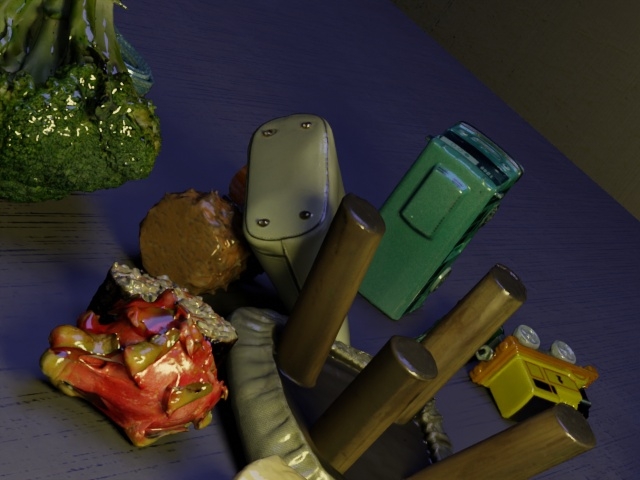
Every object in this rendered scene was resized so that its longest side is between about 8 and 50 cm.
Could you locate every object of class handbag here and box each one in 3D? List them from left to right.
[{"bbox_3d":[0.009,0.016,1.848,0.315,0.109,0.241,61,25,-47],"label":"handbag"}]

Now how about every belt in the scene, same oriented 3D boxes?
[{"bbox_3d":[-0.322,-0.290,2.216,0.087,0.072,0.302,12,33,-41],"label":"belt"}]

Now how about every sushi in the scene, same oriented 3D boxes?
[{"bbox_3d":[-0.161,0.085,1.607,0.150,0.078,0.090,30,12,-11],"label":"sushi"}]

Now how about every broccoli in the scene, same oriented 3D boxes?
[{"bbox_3d":[-0.305,-0.180,1.694,0.304,0.283,0.321,16,2,-4],"label":"broccoli"}]

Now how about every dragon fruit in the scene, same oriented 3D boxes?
[{"bbox_3d":[-0.174,0.115,1.472,0.208,0.150,0.133,9,4,-42],"label":"dragon fruit"}]

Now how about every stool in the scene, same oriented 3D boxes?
[{"bbox_3d":[0.086,0.156,1.627,0.310,0.226,0.310,23,32,-32],"label":"stool"}]

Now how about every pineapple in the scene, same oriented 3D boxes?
[{"bbox_3d":[-0.112,-0.002,1.846,0.128,0.128,0.248,42,17,15],"label":"pineapple"}]

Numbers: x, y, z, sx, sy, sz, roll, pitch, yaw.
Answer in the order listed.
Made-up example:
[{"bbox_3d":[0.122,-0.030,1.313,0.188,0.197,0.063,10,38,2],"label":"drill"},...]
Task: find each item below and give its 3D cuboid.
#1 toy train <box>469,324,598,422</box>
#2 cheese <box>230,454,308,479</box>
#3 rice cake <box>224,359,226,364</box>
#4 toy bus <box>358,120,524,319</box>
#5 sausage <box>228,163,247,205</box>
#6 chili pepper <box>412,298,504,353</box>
[{"bbox_3d":[0.295,0.194,2.131,0.219,0.089,0.127,22,35,-37],"label":"toy train"},{"bbox_3d":[-0.018,0.277,1.406,0.167,0.093,0.123,37,29,15],"label":"cheese"},{"bbox_3d":[-0.031,0.149,1.762,0.180,0.030,0.042,18,32,-40],"label":"rice cake"},{"bbox_3d":[0.147,-0.027,2.129,0.128,0.256,0.147,40,23,10],"label":"toy bus"},{"bbox_3d":[-0.028,-0.007,2.062,0.234,0.071,0.071,47,22,29],"label":"sausage"},{"bbox_3d":[0.165,0.130,2.112,0.088,0.059,0.227,38,23,22],"label":"chili pepper"}]
